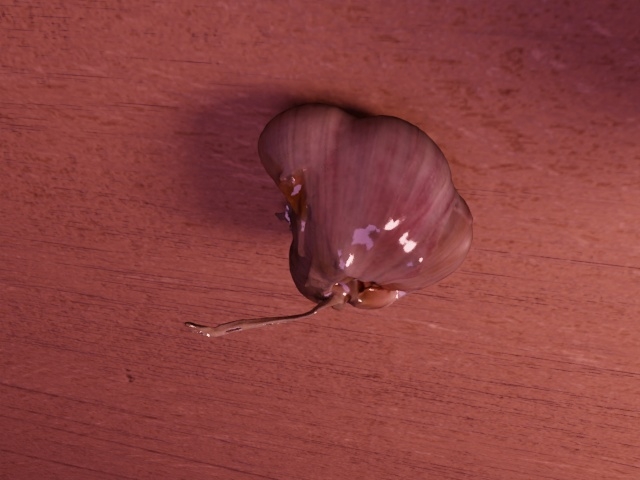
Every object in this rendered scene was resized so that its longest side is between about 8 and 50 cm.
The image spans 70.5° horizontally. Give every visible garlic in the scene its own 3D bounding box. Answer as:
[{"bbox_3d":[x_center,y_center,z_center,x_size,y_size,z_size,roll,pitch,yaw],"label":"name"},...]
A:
[{"bbox_3d":[0.000,0.000,0.426,0.257,0.207,0.207,-40,115,-6],"label":"garlic"}]
